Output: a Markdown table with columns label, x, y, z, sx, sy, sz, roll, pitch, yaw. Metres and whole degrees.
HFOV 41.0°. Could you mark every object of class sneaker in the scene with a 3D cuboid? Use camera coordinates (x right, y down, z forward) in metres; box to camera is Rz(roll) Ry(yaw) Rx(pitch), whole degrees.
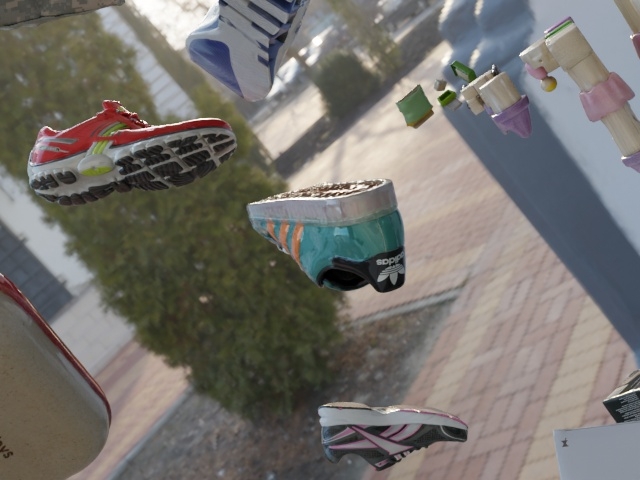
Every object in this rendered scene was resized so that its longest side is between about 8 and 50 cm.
| label | x | y | z | sx | sy | sz | roll | pitch | yaw |
| --- | --- | --- | --- | --- | --- | --- | --- | --- | --- |
| sneaker | -0.249 | -0.132 | 1.106 | 0.279 | 0.118 | 0.107 | -9 | -25 | 6 |
| sneaker | 0.000 | 0.000 | 0.977 | 0.108 | 0.121 | 0.302 | -18 | 9 | -21 |
| sneaker | 0.085 | 0.237 | 1.023 | 0.178 | 0.077 | 0.072 | 2 | -5 | 8 |
| sneaker | -0.049 | -0.301 | 1.020 | 0.182 | 0.127 | 0.315 | -54 | 4 | -21 |

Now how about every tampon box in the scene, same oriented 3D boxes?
| label | x | y | z | sx | sy | sz | roll | pitch | yaw |
| --- | --- | --- | --- | --- | --- | --- | --- | --- | --- |
| tampon box | 0.614 | 0.315 | 1.531 | 0.120 | 0.161 | 0.101 | -29 | -7 | -35 |

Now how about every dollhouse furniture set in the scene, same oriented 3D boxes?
| label | x | y | z | sx | sy | sz | roll | pitch | yaw |
| --- | --- | --- | --- | --- | --- | --- | --- | --- | --- |
| dollhouse furniture set | 0.225 | -0.271 | 1.626 | 0.152 | 0.076 | 0.058 | -40 | 45 | -2 |

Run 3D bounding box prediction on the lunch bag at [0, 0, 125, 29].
| label | x | y | z | sx | sy | sz | roll | pitch | yaw |
| --- | --- | --- | --- | --- | --- | --- | --- | --- | --- |
| lunch bag | -0.360 | -0.377 | 0.949 | 0.235 | 0.287 | 0.169 | -21 | 23 | -33 |

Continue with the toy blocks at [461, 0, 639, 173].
| label | x | y | z | sx | sy | sz | roll | pitch | yaw |
| --- | --- | --- | --- | --- | --- | --- | --- | --- | --- |
| toy blocks | 0.398 | -0.187 | 1.225 | 0.309 | 0.260 | 0.288 | -32 | 8 | 20 |

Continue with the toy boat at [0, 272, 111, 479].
| label | x | y | z | sx | sy | sz | roll | pitch | yaw |
| --- | --- | --- | --- | --- | --- | --- | --- | --- | --- |
| toy boat | -0.284 | 0.104 | 0.718 | 0.151 | 0.231 | 0.151 | -28 | 38 | -4 |

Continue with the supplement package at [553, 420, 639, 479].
| label | x | y | z | sx | sy | sz | roll | pitch | yaw |
| --- | --- | --- | --- | --- | --- | --- | --- | --- | --- |
| supplement package | 0.465 | 0.357 | 1.153 | 0.262 | 0.145 | 0.204 | -11 | 58 | 14 |
